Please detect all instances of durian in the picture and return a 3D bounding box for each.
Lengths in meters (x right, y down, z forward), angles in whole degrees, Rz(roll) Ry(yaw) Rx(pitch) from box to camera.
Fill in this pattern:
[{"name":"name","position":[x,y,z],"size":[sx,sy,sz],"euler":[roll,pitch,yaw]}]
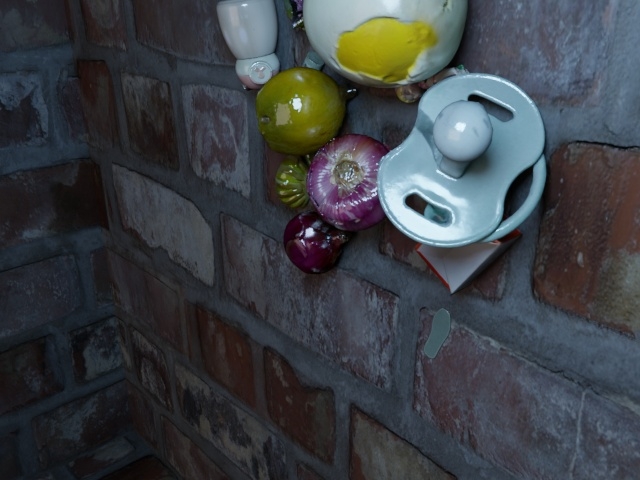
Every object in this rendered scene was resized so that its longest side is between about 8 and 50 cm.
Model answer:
[{"name":"durian","position":[-0.029,-0.565,1.427],"size":[0.108,0.119,0.186],"euler":[67,-174,-74]}]

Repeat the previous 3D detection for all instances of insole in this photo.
[{"name":"insole","position":[0.276,0.221,1.447],"size":[0.053,0.002,0.152],"euler":[42,134,31]}]

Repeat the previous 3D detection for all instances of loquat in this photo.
[{"name":"loquat","position":[-0.030,-0.311,1.444],"size":[0.213,0.246,0.213],"euler":[-20,-90,-85]}]

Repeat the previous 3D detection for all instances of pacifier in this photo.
[{"name":"pacifier","position":[0.256,-0.150,1.061],"size":[0.288,0.269,0.343],"euler":[29,88,14]}]

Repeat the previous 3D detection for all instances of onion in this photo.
[{"name":"onion","position":[0.086,-0.128,1.420],"size":[0.230,0.163,0.229],"euler":[-8,70,23]},{"name":"onion","position":[-0.011,0.005,1.596],"size":[0.198,0.135,0.173],"euler":[-18,94,50]}]

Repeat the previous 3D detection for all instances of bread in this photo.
[{"name":"bread","position":[-0.078,-0.158,1.645],"size":[0.083,0.094,0.157],"euler":[32,120,44]}]

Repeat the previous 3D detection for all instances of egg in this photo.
[{"name":"egg","position":[0.110,-0.431,1.141],"size":[0.345,0.283,0.282],"euler":[20,120,49]}]

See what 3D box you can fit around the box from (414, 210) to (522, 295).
[{"name":"box","position":[0.298,0.001,1.250],"size":[0.133,0.099,0.182],"euler":[53,137,21]}]

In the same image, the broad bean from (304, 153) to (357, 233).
[{"name":"broad bean","position":[0.025,-0.160,1.546],"size":[0.098,0.056,0.317],"euler":[-33,78,51]}]

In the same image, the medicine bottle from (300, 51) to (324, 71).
[{"name":"medicine bottle","position":[-0.027,-0.417,1.504],"size":[0.047,0.047,0.083],"euler":[57,141,16]}]

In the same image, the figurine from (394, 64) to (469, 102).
[{"name":"figurine","position":[0.218,-0.327,1.233],"size":[0.187,0.083,0.083],"euler":[1,106,57]}]

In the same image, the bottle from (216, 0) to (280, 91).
[{"name":"bottle","position":[-0.173,-0.502,1.574],"size":[0.148,0.148,0.236],"euler":[17,126,46]}]
